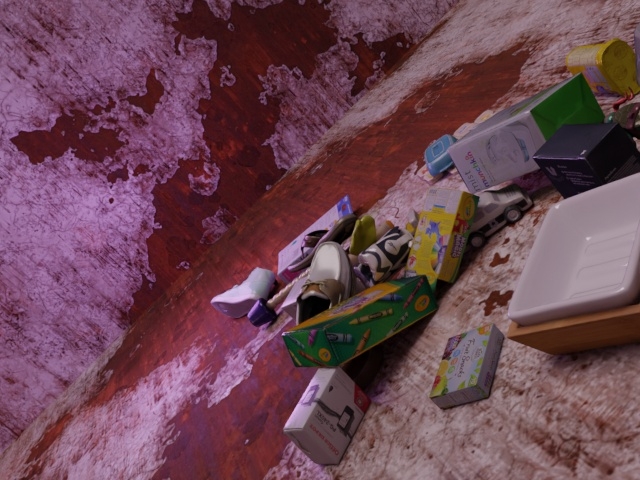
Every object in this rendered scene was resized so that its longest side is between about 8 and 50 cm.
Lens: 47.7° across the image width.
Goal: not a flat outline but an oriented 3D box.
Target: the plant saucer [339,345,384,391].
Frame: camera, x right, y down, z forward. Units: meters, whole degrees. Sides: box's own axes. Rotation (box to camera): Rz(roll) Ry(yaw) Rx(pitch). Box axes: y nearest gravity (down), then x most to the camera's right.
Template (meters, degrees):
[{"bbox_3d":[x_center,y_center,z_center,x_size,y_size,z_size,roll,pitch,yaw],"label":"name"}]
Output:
[{"bbox_3d":[0.061,0.276,1.525,0.168,0.029,0.168,-38,17,14],"label":"plant saucer"}]

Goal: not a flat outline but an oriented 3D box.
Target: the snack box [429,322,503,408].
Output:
[{"bbox_3d":[0.248,0.212,1.226,0.100,0.037,0.141,-27,23,40],"label":"snack box"}]

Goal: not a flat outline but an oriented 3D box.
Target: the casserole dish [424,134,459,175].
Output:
[{"bbox_3d":[0.343,-0.249,2.058,0.114,0.037,0.188,-37,17,19],"label":"casserole dish"}]

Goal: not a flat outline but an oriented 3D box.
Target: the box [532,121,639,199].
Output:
[{"bbox_3d":[0.486,-0.119,1.272,0.093,0.158,0.156,-46,17,-6],"label":"box"}]

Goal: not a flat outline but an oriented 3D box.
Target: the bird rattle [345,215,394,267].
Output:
[{"bbox_3d":[0.106,0.037,1.924,0.207,0.143,0.253,-44,-1,-45],"label":"bird rattle"}]

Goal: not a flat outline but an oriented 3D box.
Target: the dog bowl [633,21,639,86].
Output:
[{"bbox_3d":[0.736,-0.391,1.301,0.349,0.102,0.349,-24,19,9],"label":"dog bowl"}]

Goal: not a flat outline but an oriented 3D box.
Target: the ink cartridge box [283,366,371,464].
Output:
[{"bbox_3d":[0.014,0.329,1.360,0.063,0.109,0.150,-19,29,47],"label":"ink cartridge box"}]

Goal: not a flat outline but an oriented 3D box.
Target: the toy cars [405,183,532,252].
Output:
[{"bbox_3d":[0.299,-0.047,1.653,0.394,0.087,0.176,-18,31,56],"label":"toy cars"}]

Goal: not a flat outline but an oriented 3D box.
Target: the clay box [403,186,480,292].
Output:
[{"bbox_3d":[0.256,0.000,1.558,0.127,0.053,0.222,18,93,63],"label":"clay box"}]

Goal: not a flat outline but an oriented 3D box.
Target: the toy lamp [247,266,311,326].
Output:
[{"bbox_3d":[-0.098,0.152,2.115,0.275,0.080,0.080,-39,17,10],"label":"toy lamp"}]

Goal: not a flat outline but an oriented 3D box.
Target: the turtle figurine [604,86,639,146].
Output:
[{"bbox_3d":[0.592,-0.197,1.307,0.175,0.118,0.234,-52,25,-7],"label":"turtle figurine"}]

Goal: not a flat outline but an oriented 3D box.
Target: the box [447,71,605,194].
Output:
[{"bbox_3d":[0.448,-0.236,1.586,0.262,0.126,0.231,-36,8,-40],"label":"box"}]

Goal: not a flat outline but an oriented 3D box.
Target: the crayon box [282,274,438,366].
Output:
[{"bbox_3d":[0.082,0.164,1.474,0.278,0.081,0.165,-24,4,-33],"label":"crayon box"}]

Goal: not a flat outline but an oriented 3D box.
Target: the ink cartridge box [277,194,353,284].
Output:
[{"bbox_3d":[-0.006,-0.004,2.305,0.311,0.065,0.186,-42,16,13],"label":"ink cartridge box"}]

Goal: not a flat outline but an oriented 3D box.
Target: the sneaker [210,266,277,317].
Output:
[{"bbox_3d":[-0.245,0.166,2.383,0.256,0.094,0.151,-13,39,42],"label":"sneaker"}]

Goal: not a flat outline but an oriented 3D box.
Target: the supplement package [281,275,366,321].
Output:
[{"bbox_3d":[0.007,0.145,1.834,0.179,0.105,0.105,-28,22,44],"label":"supplement package"}]

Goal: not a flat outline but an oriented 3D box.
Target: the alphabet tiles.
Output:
[{"bbox_3d":[0.401,-0.271,2.083,0.284,0.021,0.278,-42,17,4],"label":"alphabet tiles"}]

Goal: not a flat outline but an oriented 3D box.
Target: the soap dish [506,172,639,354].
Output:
[{"bbox_3d":[0.428,0.038,1.092,0.229,0.118,0.291,-23,26,49],"label":"soap dish"}]

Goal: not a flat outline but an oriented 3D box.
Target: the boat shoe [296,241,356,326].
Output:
[{"bbox_3d":[0.008,0.131,1.654,0.113,0.103,0.302,-12,60,28],"label":"boat shoe"}]

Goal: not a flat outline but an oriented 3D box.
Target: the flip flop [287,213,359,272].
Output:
[{"bbox_3d":[0.000,0.000,1.969,0.112,0.080,0.277,-23,-17,-45],"label":"flip flop"}]

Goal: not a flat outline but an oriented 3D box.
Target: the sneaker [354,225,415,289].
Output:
[{"bbox_3d":[0.163,0.043,1.690,0.153,0.094,0.235,-33,-21,-10],"label":"sneaker"}]

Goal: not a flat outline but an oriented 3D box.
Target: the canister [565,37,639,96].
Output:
[{"bbox_3d":[0.639,-0.387,1.630,0.073,0.126,0.170,-43,15,2],"label":"canister"}]
